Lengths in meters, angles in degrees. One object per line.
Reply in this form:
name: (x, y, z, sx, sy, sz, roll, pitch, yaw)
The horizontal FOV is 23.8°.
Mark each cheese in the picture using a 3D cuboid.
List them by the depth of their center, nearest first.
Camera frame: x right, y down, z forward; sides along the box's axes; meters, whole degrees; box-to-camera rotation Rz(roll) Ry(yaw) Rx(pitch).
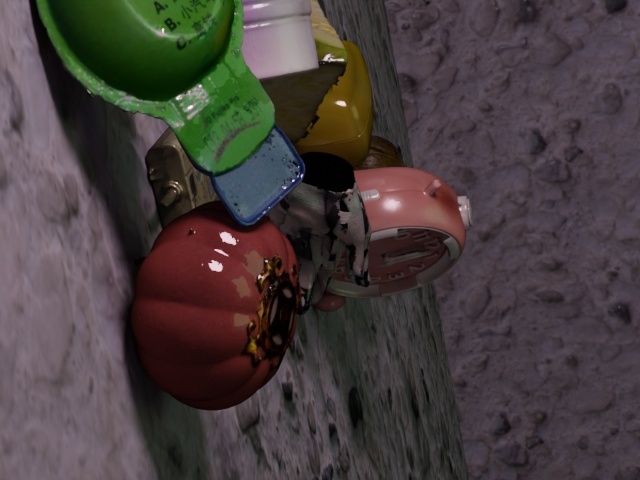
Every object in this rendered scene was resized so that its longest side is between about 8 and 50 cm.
cheese: (-0.121, -0.161, 1.230, 0.204, 0.083, 0.320, -43, 109, -38)

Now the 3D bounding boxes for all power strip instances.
power strip: (-0.127, -0.074, 1.486, 0.268, 0.034, 0.092, -69, 149, -70)

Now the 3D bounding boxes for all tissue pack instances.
tissue pack: (0.009, -0.193, 2.081, 0.127, 0.123, 0.178, 75, 12, -48)

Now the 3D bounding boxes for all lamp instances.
lamp: (-0.096, 0.054, 1.300, 0.182, 0.140, 0.182, 7, 90, -69)

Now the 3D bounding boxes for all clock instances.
clock: (0.082, -0.023, 2.021, 0.227, 0.241, 0.142, 61, 20, -61)

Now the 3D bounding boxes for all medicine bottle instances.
medicine bottle: (-0.094, -0.281, 1.515, 0.152, 0.152, 0.254, -39, 119, -78)

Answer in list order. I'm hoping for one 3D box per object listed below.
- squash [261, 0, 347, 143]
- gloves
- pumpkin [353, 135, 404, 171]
squash: (-0.046, -0.284, 1.875, 0.203, 0.111, 0.288, 124, -28, -56)
gloves: (-0.004, -0.006, 1.856, 0.212, 0.128, 0.111, 101, -23, -50)
pumpkin: (0.082, -0.053, 2.268, 0.219, 0.162, 0.219, -5, 90, -78)
